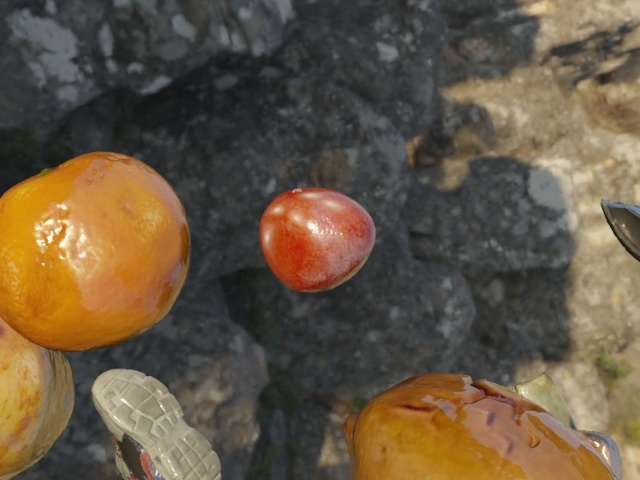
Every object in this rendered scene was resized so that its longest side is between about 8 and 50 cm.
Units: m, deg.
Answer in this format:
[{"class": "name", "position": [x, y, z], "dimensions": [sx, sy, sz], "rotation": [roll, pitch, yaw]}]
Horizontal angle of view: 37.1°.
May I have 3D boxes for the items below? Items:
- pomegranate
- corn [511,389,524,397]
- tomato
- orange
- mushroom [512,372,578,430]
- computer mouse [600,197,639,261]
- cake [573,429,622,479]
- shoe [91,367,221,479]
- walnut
[{"class": "pomegranate", "position": [-0.623, 0.293, 1.661], "dimensions": [0.410, 0.410, 0.410], "rotation": [-13, 90, -76]}, {"class": "corn", "position": [0.237, 0.272, 1.264], "dimensions": [0.085, 0.063, 0.165], "rotation": [-31, 131, -35]}, {"class": "tomato", "position": [0.000, 0.000, 1.385], "dimensions": [0.167, 0.167, 0.167], "rotation": [-13, 90, -76]}, {"class": "orange", "position": [-0.289, 0.014, 1.195], "dimensions": [0.261, 0.261, 0.261], "rotation": [-13, 90, -76]}, {"class": "mushroom", "position": [0.463, 0.406, 1.819], "dimensions": [0.100, 0.081, 0.312], "rotation": [-21, 81, -34]}, {"class": "computer mouse", "position": [0.331, 0.002, 0.945], "dimensions": [0.079, 0.047, 0.135], "rotation": [2, 31, -44]}, {"class": "cake", "position": [0.397, 0.470, 1.660], "dimensions": [0.230, 0.237, 0.309], "rotation": [21, 72, -67]}, {"class": "shoe", "position": [-0.245, 0.283, 1.330], "dimensions": [0.227, 0.125, 0.099], "rotation": [50, 39, -3]}, {"class": "walnut", "position": [0.132, 0.221, 0.840], "dimensions": [0.203, 0.298, 0.203], "rotation": [-30, 134, -37]}]
